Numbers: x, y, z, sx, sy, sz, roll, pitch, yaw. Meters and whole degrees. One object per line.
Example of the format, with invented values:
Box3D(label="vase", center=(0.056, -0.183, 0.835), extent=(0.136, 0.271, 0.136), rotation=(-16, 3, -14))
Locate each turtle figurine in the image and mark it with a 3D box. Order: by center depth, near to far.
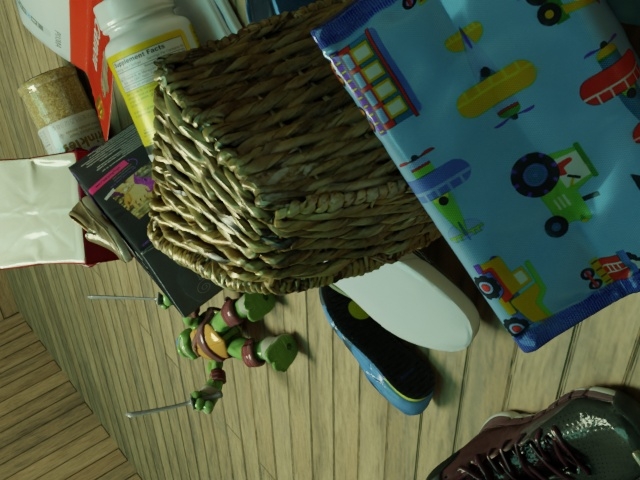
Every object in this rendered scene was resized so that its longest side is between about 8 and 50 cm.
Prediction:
Box3D(label="turtle figurine", center=(-0.190, 0.174, 1.456), extent=(0.266, 0.275, 0.197), rotation=(-19, 66, 41))

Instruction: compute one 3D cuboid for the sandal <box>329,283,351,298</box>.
Box3D(label="sandal", center=(0.004, -0.006, 1.132), extent=(0.240, 0.088, 0.079), rotation=(33, -175, 14))

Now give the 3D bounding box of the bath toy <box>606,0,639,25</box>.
Box3D(label="bath toy", center=(0.181, -0.298, 0.470), extent=(0.151, 0.129, 0.348), rotation=(22, 133, 50))

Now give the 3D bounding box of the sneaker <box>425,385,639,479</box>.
Box3D(label="sneaker", center=(0.201, 0.236, 0.899), extent=(0.106, 0.162, 0.281), rotation=(59, 154, 7))

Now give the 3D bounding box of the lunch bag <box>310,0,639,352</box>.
Box3D(label="lunch bag", center=(0.138, -0.106, 0.602), extent=(0.138, 0.293, 0.221), rotation=(-29, 104, 23))

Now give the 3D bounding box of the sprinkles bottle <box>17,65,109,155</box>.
Box3D(label="sprinkles bottle", center=(-0.445, -0.147, 1.725), extent=(0.121, 0.121, 0.355), rotation=(-10, 106, 62))

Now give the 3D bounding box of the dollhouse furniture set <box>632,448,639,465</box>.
Box3D(label="dollhouse furniture set", center=(0.327, 0.112, 0.486), extent=(0.135, 0.262, 0.259), rotation=(63, -166, 20))

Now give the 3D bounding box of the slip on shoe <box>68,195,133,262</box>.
Box3D(label="slip on shoe", center=(-0.322, -0.010, 1.330), extent=(0.135, 0.041, 0.051), rotation=(48, 164, 24))

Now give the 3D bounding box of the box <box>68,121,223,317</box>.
Box3D(label="box", center=(-0.244, -0.040, 1.395), extent=(0.270, 0.143, 0.165), rotation=(43, 164, 41))

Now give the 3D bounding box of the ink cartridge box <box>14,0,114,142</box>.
Box3D(label="ink cartridge box", center=(-0.400, -0.366, 1.348), extent=(0.308, 0.091, 0.385), rotation=(129, 124, -66))

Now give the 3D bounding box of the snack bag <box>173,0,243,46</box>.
Box3D(label="snack bag", center=(-0.136, -0.164, 1.260), extent=(0.342, 0.037, 0.323), rotation=(61, 153, 1))

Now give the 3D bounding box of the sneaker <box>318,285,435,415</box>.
Box3D(label="sneaker", center=(0.063, 0.136, 1.156), extent=(0.209, 0.069, 0.082), rotation=(51, 155, 21))

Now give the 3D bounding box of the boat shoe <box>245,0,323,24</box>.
Box3D(label="boat shoe", center=(-0.014, -0.167, 0.990), extent=(0.089, 0.109, 0.258), rotation=(-11, 89, 56))

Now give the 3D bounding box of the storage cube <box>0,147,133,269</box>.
Box3D(label="storage cube", center=(-0.438, -0.055, 1.563), extent=(0.184, 0.193, 0.215), rotation=(-3, 93, 17))

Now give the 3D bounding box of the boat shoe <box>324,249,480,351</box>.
Box3D(label="boat shoe", center=(0.058, 0.009, 1.015), extent=(0.301, 0.102, 0.108), rotation=(30, 138, 22))

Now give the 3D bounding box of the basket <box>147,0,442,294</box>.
Box3D(label="basket", center=(0.025, -0.060, 0.784), extent=(0.213, 0.299, 0.223), rotation=(48, 148, 23))

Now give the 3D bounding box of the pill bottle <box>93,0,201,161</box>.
Box3D(label="pill bottle", center=(-0.201, -0.214, 1.159), extent=(0.119, 0.119, 0.208), rotation=(-3, 112, 61))
